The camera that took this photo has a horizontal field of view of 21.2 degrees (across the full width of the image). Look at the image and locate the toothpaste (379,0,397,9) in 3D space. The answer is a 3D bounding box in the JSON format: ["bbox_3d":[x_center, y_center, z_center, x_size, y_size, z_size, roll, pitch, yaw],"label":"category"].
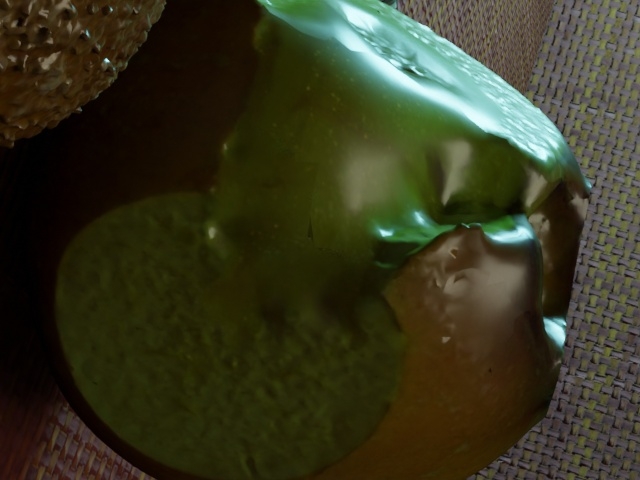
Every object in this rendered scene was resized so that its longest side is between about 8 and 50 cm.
[{"bbox_3d":[0.055,-0.305,1.626,0.268,0.047,0.069,94,7,-50],"label":"toothpaste"}]

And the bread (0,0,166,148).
[{"bbox_3d":[-0.155,-0.134,0.698,0.314,0.171,0.192,67,37,-68],"label":"bread"}]

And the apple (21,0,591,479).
[{"bbox_3d":[0.000,0.000,1.106,0.384,0.374,0.374,84,25,-58],"label":"apple"}]
